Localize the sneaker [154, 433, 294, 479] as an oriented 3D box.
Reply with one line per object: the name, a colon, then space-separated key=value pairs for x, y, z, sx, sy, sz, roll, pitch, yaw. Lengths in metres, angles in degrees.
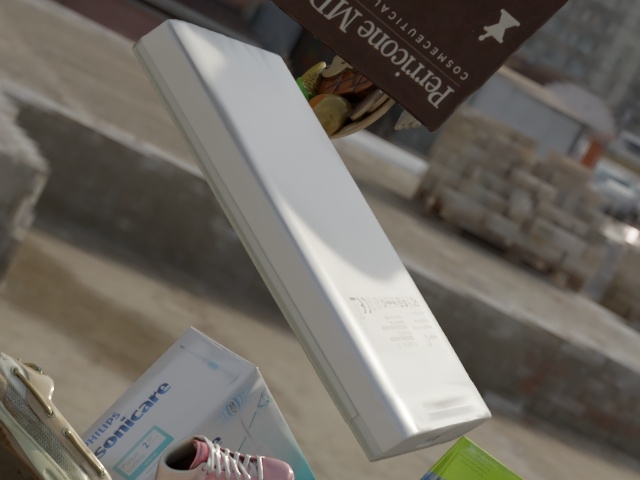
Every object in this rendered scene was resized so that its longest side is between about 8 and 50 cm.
sneaker: x=-0.090 y=0.216 z=1.674 sx=0.134 sy=0.070 sz=0.051 roll=-3 pitch=49 yaw=-6

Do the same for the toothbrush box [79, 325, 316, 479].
toothbrush box: x=-0.139 y=0.283 z=2.109 sx=0.126 sy=0.216 sz=0.295 roll=27 pitch=-27 yaw=39

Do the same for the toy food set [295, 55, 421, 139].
toy food set: x=0.025 y=-0.139 z=1.606 sx=0.192 sy=0.132 sz=0.038 roll=-9 pitch=-48 yaw=40

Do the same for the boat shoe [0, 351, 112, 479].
boat shoe: x=-0.327 y=0.176 z=1.859 sx=0.302 sy=0.109 sz=0.098 roll=51 pitch=44 yaw=8

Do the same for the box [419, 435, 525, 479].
box: x=0.115 y=0.275 z=1.645 sx=0.109 sy=0.178 sz=0.042 roll=35 pitch=-30 yaw=24

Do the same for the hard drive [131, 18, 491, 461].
hard drive: x=0.000 y=0.000 z=1.201 sx=0.307 sy=0.040 sz=0.203 roll=59 pitch=16 yaw=12

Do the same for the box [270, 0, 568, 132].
box: x=0.061 y=-0.213 z=1.045 sx=0.168 sy=0.203 sz=0.167 roll=35 pitch=17 yaw=-34
